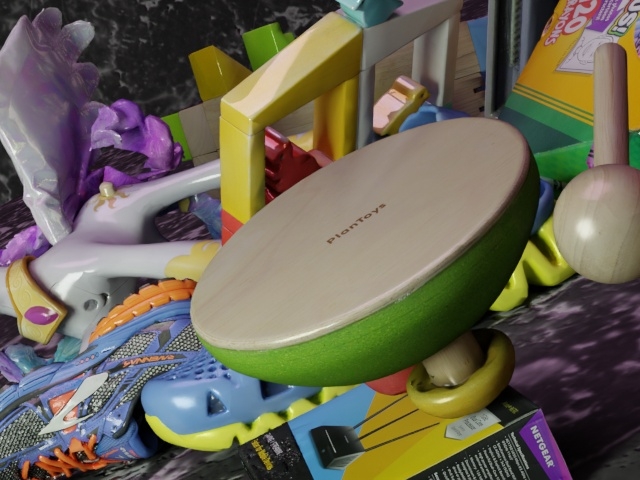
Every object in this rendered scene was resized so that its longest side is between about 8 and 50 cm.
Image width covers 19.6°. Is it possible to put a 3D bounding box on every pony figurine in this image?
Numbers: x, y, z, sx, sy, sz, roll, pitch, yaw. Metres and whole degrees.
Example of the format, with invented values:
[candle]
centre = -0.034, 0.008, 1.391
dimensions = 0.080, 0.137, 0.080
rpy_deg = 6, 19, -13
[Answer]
[pony figurine]
centre = -0.171, -0.004, 1.484
dimensions = 0.363, 0.303, 0.351
rpy_deg = -4, 28, 23

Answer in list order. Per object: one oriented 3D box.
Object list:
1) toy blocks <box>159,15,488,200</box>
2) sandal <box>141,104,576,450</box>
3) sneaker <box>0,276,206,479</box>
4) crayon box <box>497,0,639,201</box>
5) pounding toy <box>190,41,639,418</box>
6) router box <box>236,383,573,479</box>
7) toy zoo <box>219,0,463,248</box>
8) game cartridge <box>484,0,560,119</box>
[toy blocks]
centre = 0.054, -0.134, 1.779
dimensions = 0.261, 0.191, 0.381
rpy_deg = -20, 5, -35
[sandal]
centre = 0.016, 0.021, 1.177
dimensions = 0.317, 0.138, 0.126
rpy_deg = -32, 15, -21
[sneaker]
centre = -0.152, 0.119, 1.236
dimensions = 0.221, 0.087, 0.083
rpy_deg = -41, -29, 5
[crayon box]
centre = 0.239, -0.141, 1.303
dimensions = 0.165, 0.081, 0.278
rpy_deg = -11, 42, 52
[pounding toy]
centre = 0.064, 0.024, 0.897
dimensions = 0.237, 0.110, 0.183
rpy_deg = -23, 23, 16
[router box]
centre = 0.036, 0.113, 0.935
dimensions = 0.133, 0.046, 0.179
rpy_deg = -26, 11, -7
[toy zoo]
centre = 0.014, -0.049, 1.224
dimensions = 0.192, 0.293, 0.030
rpy_deg = -33, 53, -31
[game cartridge]
centre = 0.226, -0.245, 1.475
dimensions = 0.230, 0.355, 0.068
rpy_deg = -30, 46, -30
